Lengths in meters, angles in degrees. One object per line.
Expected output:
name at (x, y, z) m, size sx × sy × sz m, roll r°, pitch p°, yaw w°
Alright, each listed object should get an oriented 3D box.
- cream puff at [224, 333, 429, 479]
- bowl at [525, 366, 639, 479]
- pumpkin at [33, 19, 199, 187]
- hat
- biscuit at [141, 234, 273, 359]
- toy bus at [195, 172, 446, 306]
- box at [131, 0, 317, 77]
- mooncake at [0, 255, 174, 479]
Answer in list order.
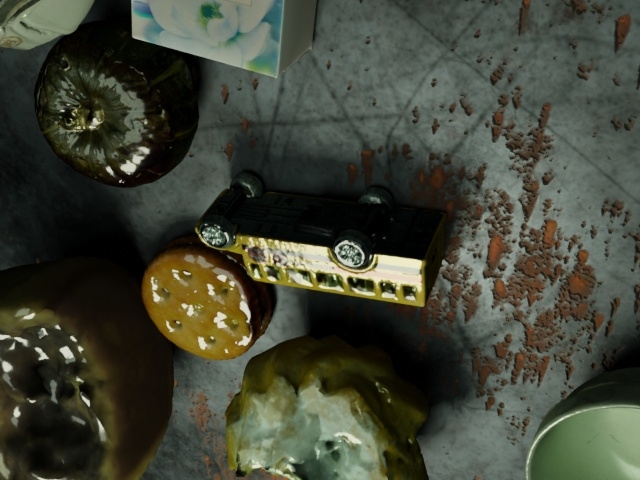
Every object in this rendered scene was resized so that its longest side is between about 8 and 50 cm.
cream puff at (0.022, 0.276, 1.315) m, size 0.323 × 0.270 × 0.274 m, roll 35°, pitch 96°, yaw 0°
bowl at (0.439, 0.291, 1.140) m, size 0.307 × 0.163 × 0.307 m, roll 13°, pitch 127°, yaw 19°
pumpkin at (-0.281, -0.180, 1.177) m, size 0.237 × 0.159 × 0.238 m, roll 14°, pitch 126°, yaw 20°
hat at (-0.296, -0.368, 1.019) m, size 0.301 × 0.168 × 0.258 m, roll 0°, pitch 92°, yaw 43°
biscuit at (-0.183, 0.093, 1.374) m, size 0.220 × 0.066 × 0.221 m, roll 12°, pitch 126°, yaw 17°
toy bus at (0.000, 0.000, 1.190) m, size 0.335 × 0.121 × 0.123 m, roll 7°, pitch 131°, yaw 21°
box at (-0.109, -0.354, 1.002) m, size 0.203 × 0.116 × 0.274 m, roll 19°, pitch 128°, yaw 15°
mooncake at (-0.421, 0.231, 1.372) m, size 0.246 × 0.394 × 0.393 m, roll -3°, pitch 160°, yaw 31°
